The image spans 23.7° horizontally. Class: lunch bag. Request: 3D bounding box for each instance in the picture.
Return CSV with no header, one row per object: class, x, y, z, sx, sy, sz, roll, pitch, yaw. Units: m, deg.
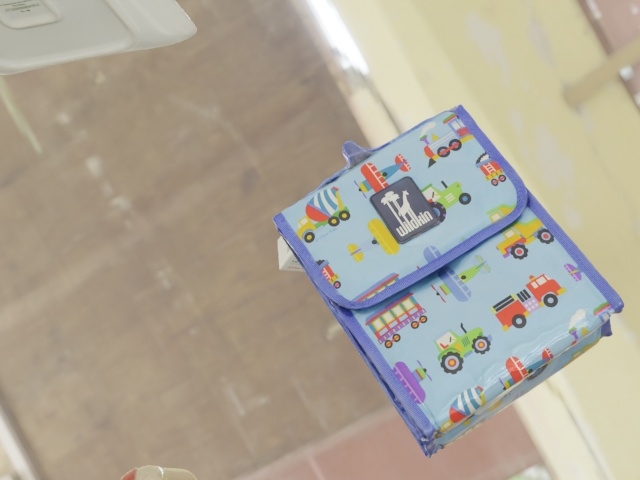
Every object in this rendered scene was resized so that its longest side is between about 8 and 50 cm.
lunch bag,0.112,0.021,1.473,0.221,0.293,0.138,-34,-16,-5

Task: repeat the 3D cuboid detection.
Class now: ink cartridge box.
ink cartridge box,0.000,0.000,2.178,0.088,0.052,0.122,5,-25,-21

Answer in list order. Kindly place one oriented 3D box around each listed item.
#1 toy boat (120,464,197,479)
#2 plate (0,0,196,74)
toy boat,-0.230,0.384,2.006,0.151,0.151,0.231,-22,-15,9
plate,-0.313,-0.263,1.600,0.277,0.045,0.278,-6,-32,26
